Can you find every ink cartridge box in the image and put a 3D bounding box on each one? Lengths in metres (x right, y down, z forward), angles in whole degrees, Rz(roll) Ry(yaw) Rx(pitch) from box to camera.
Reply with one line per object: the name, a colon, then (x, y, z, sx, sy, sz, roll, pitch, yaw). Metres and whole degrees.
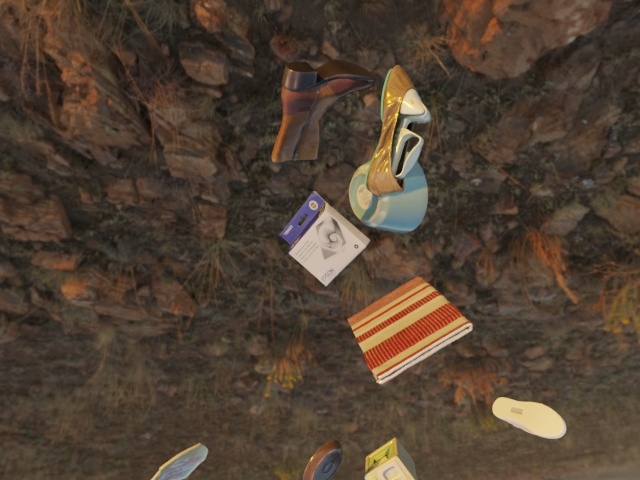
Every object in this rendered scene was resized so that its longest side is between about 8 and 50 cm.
ink cartridge box: (0.000, 0.000, 1.369, 0.224, 0.045, 0.223, 41, 127, 1)

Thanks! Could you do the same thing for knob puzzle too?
knob puzzle: (-0.459, 0.733, 1.501, 0.213, 0.030, 0.213, -28, 145, -21)

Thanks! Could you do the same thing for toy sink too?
toy sink: (0.260, 0.871, 1.687, 0.153, 0.131, 0.234, -37, 177, 7)

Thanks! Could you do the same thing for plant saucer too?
plant saucer: (0.016, 0.734, 1.471, 0.168, 0.029, 0.168, -24, 127, -36)

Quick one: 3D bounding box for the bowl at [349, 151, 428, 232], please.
bowl: (0.218, -0.165, 1.615, 0.163, 0.311, 0.311, -12, 152, -31)

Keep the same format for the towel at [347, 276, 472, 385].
towel: (0.199, 0.201, 1.081, 0.237, 0.329, 0.037, -32, 104, 1)

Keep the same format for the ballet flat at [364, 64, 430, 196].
ballet flat: (0.206, -0.274, 1.140, 0.124, 0.342, 0.116, 12, 176, 39)

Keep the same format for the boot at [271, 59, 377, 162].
boot: (0.008, -0.334, 1.227, 0.264, 0.096, 0.280, -15, 139, -28)

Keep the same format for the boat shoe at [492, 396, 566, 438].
boat shoe: (0.469, 0.400, 1.001, 0.063, 0.066, 0.184, 32, 157, -18)
